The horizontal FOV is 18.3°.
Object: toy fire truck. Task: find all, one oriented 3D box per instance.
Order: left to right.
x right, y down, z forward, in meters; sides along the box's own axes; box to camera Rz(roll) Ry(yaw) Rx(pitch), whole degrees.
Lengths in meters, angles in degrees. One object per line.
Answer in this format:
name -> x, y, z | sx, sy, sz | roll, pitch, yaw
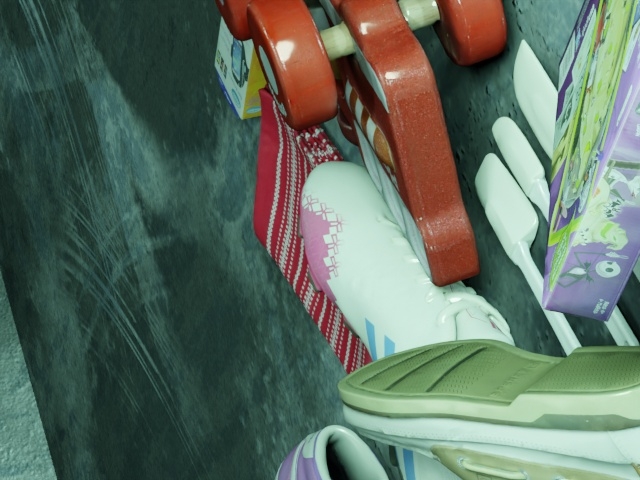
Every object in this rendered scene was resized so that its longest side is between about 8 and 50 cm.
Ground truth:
toy fire truck -> 0.031, -0.135, 1.520 | 0.302, 0.169, 0.254 | -120, 11, -47

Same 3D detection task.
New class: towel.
towel -> 0.000, 0.000, 1.845 | 0.275, 0.031, 0.198 | -123, 29, -45

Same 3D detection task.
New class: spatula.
spatula -> 0.175, 0.000, 1.403 | 0.242, 0.019, 0.168 | 63, 150, 32

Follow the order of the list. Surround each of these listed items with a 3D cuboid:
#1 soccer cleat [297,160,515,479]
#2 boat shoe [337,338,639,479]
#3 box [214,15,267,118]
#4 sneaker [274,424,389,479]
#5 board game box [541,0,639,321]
soccer cleat -> 0.089, 0.061, 1.556 | 0.143, 0.116, 0.331 | -46, 58, 47
boat shoe -> 0.128, 0.134, 1.373 | 0.302, 0.113, 0.103 | 1, 113, 51
box -> -0.074, -0.184, 1.950 | 0.136, 0.028, 0.081 | 100, 151, -50
sneaker -> 0.027, 0.309, 1.840 | 0.161, 0.102, 0.282 | 127, 129, -60
board game box -> 0.192, -0.137, 1.109 | 0.347, 0.056, 0.208 | 105, 179, -52
